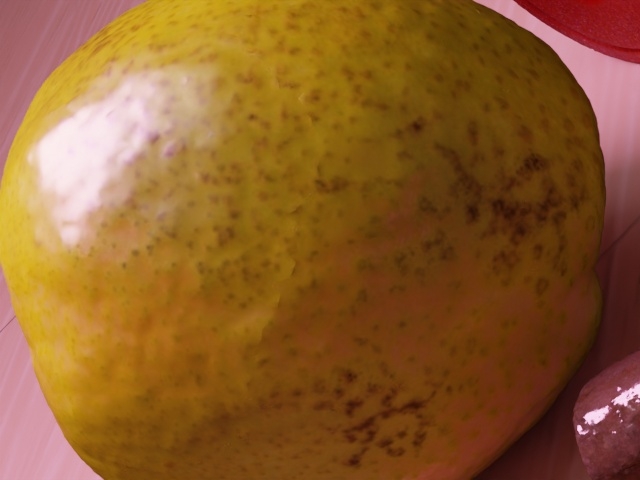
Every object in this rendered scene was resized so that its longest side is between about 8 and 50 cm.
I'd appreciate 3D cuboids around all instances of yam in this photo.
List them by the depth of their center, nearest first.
[{"bbox_3d":[0.200,0.083,1.055,0.127,0.084,0.084,-30,28,34],"label":"yam"}]

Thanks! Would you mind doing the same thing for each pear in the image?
[{"bbox_3d":[0.000,0.000,1.229,0.391,0.391,0.391,-40,23,21],"label":"pear"}]

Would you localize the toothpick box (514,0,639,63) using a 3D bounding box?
[{"bbox_3d":[0.265,-0.317,1.431,0.333,0.204,0.204,-54,22,-11],"label":"toothpick box"}]
